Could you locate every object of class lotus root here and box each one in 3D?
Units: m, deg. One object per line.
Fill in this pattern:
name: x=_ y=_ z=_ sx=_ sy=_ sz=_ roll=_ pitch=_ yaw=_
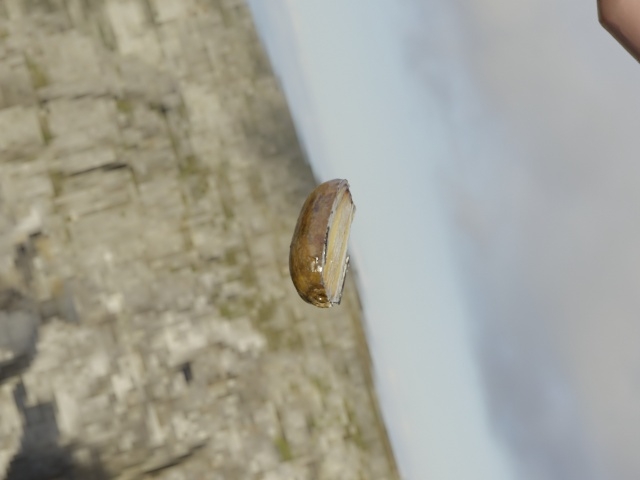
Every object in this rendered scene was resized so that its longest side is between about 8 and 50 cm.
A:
lotus root: x=-0.002 y=0.000 z=0.952 sx=0.037 sy=0.030 sz=0.083 roll=65 pitch=26 yaw=-43

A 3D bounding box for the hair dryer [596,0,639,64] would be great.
hair dryer: x=0.275 y=-0.033 z=0.847 sx=0.352 sy=0.125 sz=0.210 roll=42 pitch=-35 yaw=-8
